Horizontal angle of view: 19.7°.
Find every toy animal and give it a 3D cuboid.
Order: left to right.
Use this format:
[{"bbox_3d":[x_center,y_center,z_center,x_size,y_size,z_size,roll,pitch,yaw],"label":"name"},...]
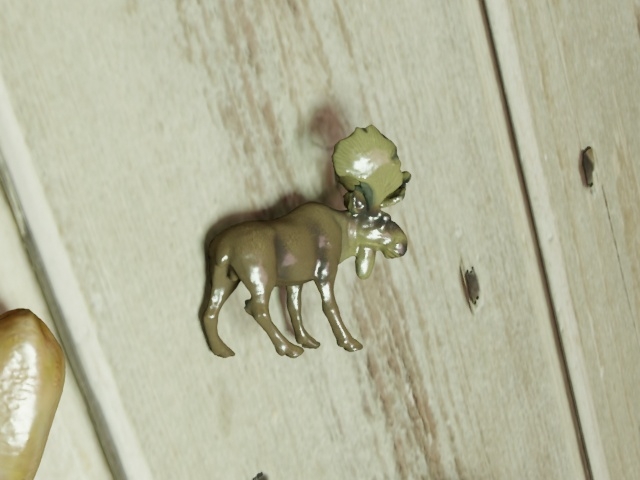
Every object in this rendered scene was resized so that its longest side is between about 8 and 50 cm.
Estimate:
[{"bbox_3d":[0.000,0.000,1.510,0.214,0.094,0.186,-6,94,-42],"label":"toy animal"}]

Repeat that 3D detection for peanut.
[{"bbox_3d":[-0.222,0.120,1.277,0.076,0.076,0.152,10,94,-51],"label":"peanut"}]
